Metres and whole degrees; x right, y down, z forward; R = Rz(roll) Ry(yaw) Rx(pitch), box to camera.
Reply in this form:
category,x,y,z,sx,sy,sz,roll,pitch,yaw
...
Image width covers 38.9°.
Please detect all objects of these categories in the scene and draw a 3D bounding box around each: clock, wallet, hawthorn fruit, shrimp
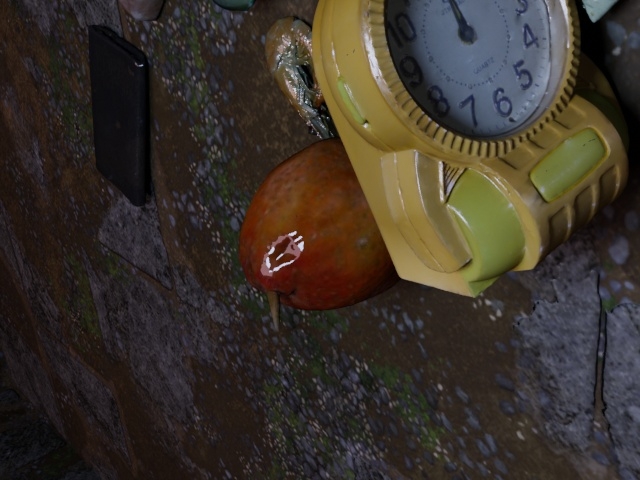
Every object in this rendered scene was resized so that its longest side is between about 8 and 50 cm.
category,x,y,z,sx,sy,sz,roll,pitch,yaw
clock,0.123,-0.136,0.820,0.200,0.244,0.317,-1,123,59
wallet,-0.373,-0.231,1.698,0.170,0.044,0.321,39,137,33
hawthorn fruit,0.000,0.000,1.106,0.210,0.262,0.210,25,141,23
shrimp,-0.017,-0.214,1.208,0.099,0.041,0.180,-23,90,43

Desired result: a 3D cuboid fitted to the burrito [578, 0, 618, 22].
category,x,y,z,sx,sy,sz,roll,pitch,yaw
burrito,0.250,-0.250,0.780,0.074,0.044,0.118,56,146,26

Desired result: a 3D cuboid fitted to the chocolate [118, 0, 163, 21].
category,x,y,z,sx,sy,sz,roll,pitch,yaw
chocolate,-0.285,-0.451,1.381,0.161,0.083,0.261,58,147,8

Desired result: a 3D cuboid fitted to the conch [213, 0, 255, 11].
category,x,y,z,sx,sy,sz,roll,pitch,yaw
conch,-0.093,-0.372,1.120,0.202,0.134,0.196,34,169,34
